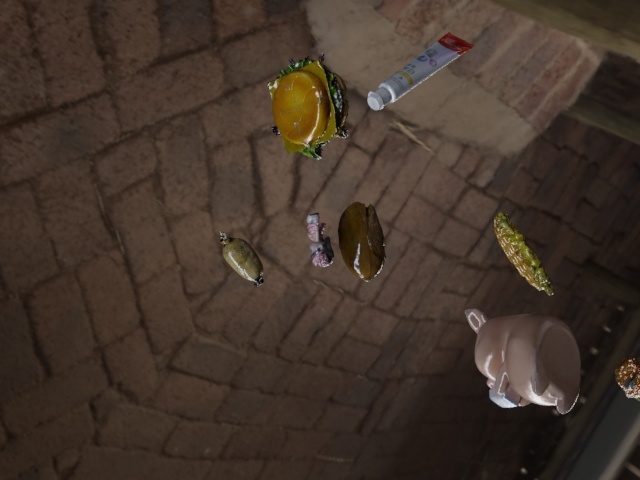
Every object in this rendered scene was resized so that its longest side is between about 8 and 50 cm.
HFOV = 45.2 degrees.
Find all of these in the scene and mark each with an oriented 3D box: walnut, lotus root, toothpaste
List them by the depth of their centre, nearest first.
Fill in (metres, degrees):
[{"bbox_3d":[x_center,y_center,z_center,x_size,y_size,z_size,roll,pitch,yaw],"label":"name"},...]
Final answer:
[{"bbox_3d":[0.137,-0.237,1.064,0.190,0.048,0.031,-39,148,-25],"label":"toothpaste"},{"bbox_3d":[-0.174,0.036,1.695,0.063,0.152,0.072,-40,-176,9],"label":"lotus root"},{"bbox_3d":[0.115,0.000,2.153,0.137,0.245,0.137,-10,155,-5],"label":"walnut"}]

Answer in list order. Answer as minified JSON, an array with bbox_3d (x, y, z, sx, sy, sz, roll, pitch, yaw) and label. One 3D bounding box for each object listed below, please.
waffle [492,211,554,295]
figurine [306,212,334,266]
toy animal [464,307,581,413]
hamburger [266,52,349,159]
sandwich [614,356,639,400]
[{"bbox_3d":[0.506,0.033,1.911,0.059,0.243,0.238,-34,167,5],"label":"waffle"},{"bbox_3d":[0.000,0.000,1.755,0.054,0.129,0.072,-7,166,-5],"label":"figurine"},{"bbox_3d":[0.443,0.264,1.675,0.195,0.256,0.212,34,66,-24],"label":"toy animal"},{"bbox_3d":[-0.014,-0.241,1.401,0.093,0.164,0.189,-11,101,-46],"label":"hamburger"},{"bbox_3d":[0.824,0.369,1.980,0.185,0.160,0.109,126,-12,-88],"label":"sandwich"}]
